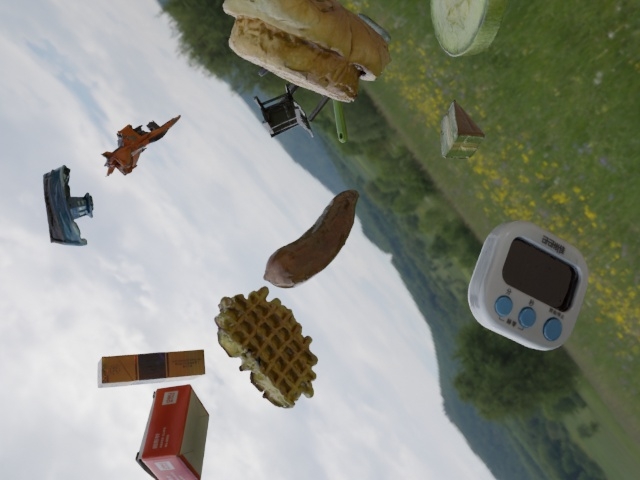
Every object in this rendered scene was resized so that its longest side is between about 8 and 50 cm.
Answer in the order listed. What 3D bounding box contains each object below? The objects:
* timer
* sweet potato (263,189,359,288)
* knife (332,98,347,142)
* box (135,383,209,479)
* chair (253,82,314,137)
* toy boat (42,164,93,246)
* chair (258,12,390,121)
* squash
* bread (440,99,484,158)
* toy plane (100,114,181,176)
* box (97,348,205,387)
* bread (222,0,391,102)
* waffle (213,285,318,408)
[{"bbox_3d":[0.436,0.095,1.394,0.262,0.237,0.087,26,169,-21],"label":"timer"},{"bbox_3d":[0.002,0.000,1.343,0.097,0.292,0.097,35,151,22],"label":"sweet potato"},{"bbox_3d":[0.032,-0.276,1.320,0.026,0.022,0.184,10,-119,-39],"label":"knife"},{"bbox_3d":[-0.316,0.428,1.447,0.182,0.099,0.133,-89,-16,-46],"label":"box"},{"bbox_3d":[-0.090,-0.312,1.707,0.212,0.101,0.084,51,-161,-75],"label":"chair"},{"bbox_3d":[-0.337,-0.044,0.893,0.060,0.061,0.137,101,154,-47],"label":"toy boat"},{"bbox_3d":[0.008,-0.498,1.779,0.160,0.319,0.186,20,-149,-48],"label":"chair"},{"bbox_3d":[0.302,-0.519,1.383,0.252,0.049,0.252,172,90,-74],"label":"squash"},{"bbox_3d":[0.296,-0.258,1.513,0.084,0.074,0.139,-2,-131,-32],"label":"bread"},{"bbox_3d":[-0.352,-0.198,1.294,0.062,0.188,0.135,32,152,9],"label":"toy plane"},{"bbox_3d":[-0.408,0.307,1.590,0.152,0.237,0.070,145,120,-63],"label":"box"},{"bbox_3d":[-0.024,-0.284,0.930,0.236,0.120,0.198,16,-168,-45],"label":"bread"},{"bbox_3d":[-0.128,0.249,1.564,0.283,0.065,0.309,15,-132,-39],"label":"waffle"}]
